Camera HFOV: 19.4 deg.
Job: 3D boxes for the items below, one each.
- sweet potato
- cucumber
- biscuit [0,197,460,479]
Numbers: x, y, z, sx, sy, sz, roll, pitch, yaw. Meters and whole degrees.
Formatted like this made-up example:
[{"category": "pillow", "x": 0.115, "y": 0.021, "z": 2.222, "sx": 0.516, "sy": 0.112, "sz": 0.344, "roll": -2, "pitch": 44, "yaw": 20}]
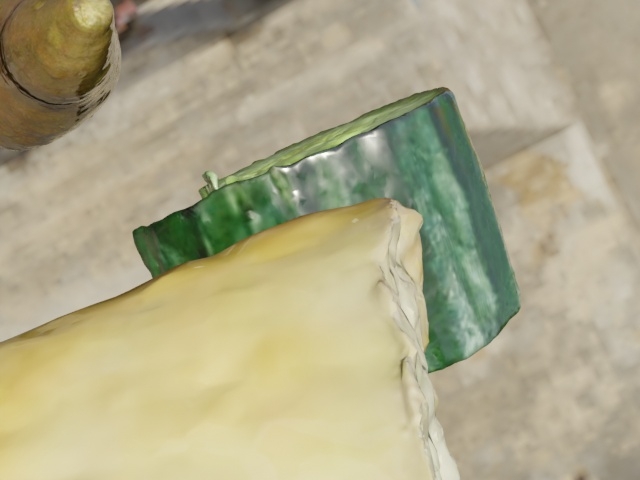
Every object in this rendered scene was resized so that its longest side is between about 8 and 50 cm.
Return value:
[{"category": "sweet potato", "x": -0.125, "y": -0.077, "z": 0.840, "sx": 0.077, "sy": 0.077, "sz": 0.243, "roll": 56, "pitch": -18, "yaw": -17}, {"category": "cucumber", "x": 0.010, "y": -0.003, "z": 1.008, "sx": 0.191, "sy": 0.191, "sz": 0.130, "roll": -53, "pitch": 129, "yaw": -68}, {"category": "biscuit", "x": -0.129, "y": 0.191, "z": 0.388, "sx": 0.429, "sy": 0.446, "sz": 0.104, "roll": -112, "pitch": -178, "yaw": -53}]
